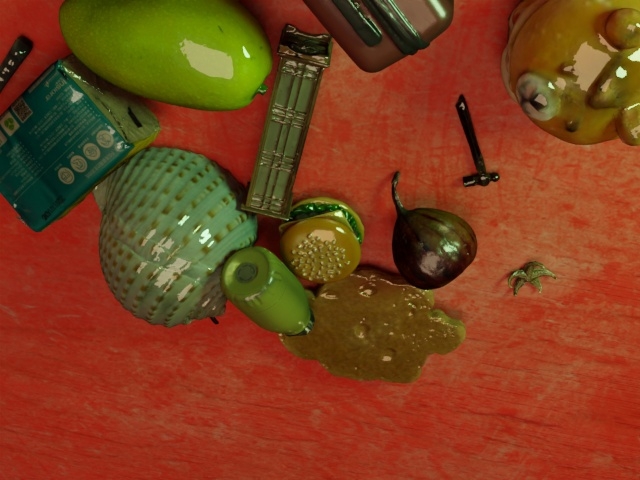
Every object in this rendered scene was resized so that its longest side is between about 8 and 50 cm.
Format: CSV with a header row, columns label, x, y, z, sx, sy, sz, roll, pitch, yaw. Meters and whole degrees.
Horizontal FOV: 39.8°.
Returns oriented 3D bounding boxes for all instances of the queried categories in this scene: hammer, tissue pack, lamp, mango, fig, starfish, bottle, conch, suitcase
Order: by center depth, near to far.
label,x,y,z,sx,sy,sz,roll,pitch,yaw
suitcase,0.049,-0.399,1.213,0.161,0.236,0.297,-29,118,25
mango,-0.240,-0.308,1.361,0.343,0.156,0.192,13,118,3
lamp,-0.058,-0.188,1.474,0.089,0.090,0.325,13,126,-4
tissue pack,-0.427,-0.170,1.481,0.271,0.134,0.192,-34,101,28
hammer,-0.573,-0.227,1.498,0.033,0.111,0.288,34,114,-22
hammer,0.255,-0.165,1.503,0.065,0.021,0.178,-13,124,16
fig,0.186,0.008,1.556,0.202,0.149,0.148,30,106,-26
conch,-0.270,0.003,1.569,0.319,0.215,0.303,40,110,-23
bottle,-0.083,0.106,1.590,0.112,0.112,0.260,-13,152,15
starfish,0.397,0.070,1.662,0.091,0.028,0.078,-7,132,7

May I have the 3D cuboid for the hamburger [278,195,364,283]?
label,x,y,z,sx,sy,sz,roll,pitch,yaw
hamburger,0.000,0.000,1.592,0.162,0.115,0.162,4,128,5

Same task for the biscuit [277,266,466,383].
label,x,y,z,sx,sy,sz,roll,pitch,yaw
biscuit,0.097,0.164,1.744,0.376,0.051,0.269,5,125,5

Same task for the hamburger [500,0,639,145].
label,x,y,z,sx,sy,sz,roll,pitch,yaw
hamburger,0.400,-0.260,1.288,0.276,0.237,0.276,3,124,4

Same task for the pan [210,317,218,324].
label,x,y,z,sx,sy,sz,roll,pitch,yaw
pan,-0.235,0.121,1.762,0.068,0.023,0.115,-22,119,19
